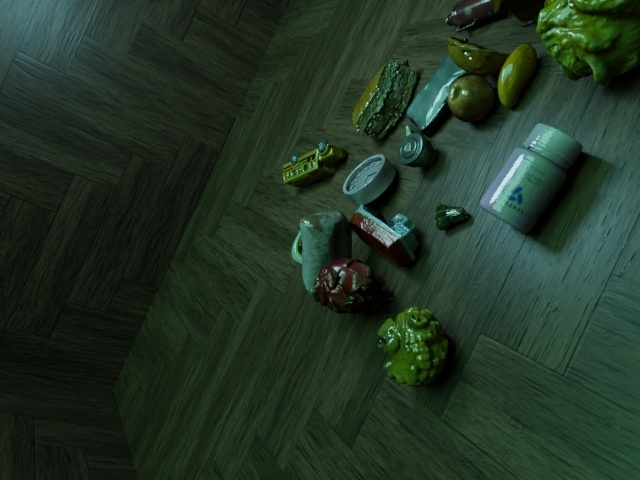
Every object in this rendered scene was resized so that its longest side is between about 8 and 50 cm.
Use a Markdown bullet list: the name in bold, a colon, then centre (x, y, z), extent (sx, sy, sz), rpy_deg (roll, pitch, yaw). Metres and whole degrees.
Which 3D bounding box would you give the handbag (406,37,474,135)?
- **handbag**: centre (0.425, -0.529, 1.830), extent (0.332, 0.075, 0.192), rpy_deg (-54, 30, 23)

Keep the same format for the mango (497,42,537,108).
- **mango**: centre (0.573, -0.486, 1.556), extent (0.190, 0.098, 0.075), rpy_deg (-67, 23, 8)

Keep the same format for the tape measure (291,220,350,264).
- **tape measure**: centre (0.000, 0.000, 2.070), extent (0.207, 0.115, 0.235), rpy_deg (24, 87, 52)

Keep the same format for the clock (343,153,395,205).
- **clock**: centre (0.176, -0.221, 1.933), extent (0.197, 0.068, 0.197), rpy_deg (-37, 25, 21)

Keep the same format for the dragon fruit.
- **dragon fruit**: centre (0.102, 0.151, 1.704), extent (0.192, 0.274, 0.193), rpy_deg (93, 178, -49)

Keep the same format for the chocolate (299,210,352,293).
- **chocolate**: centre (0.032, 0.055, 1.812), extent (0.100, 0.185, 0.303), rpy_deg (-143, 46, -59)

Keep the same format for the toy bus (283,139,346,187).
- **toy bus**: centre (-0.031, -0.327, 2.315), extent (0.335, 0.121, 0.123), rpy_deg (-14, 67, 52)

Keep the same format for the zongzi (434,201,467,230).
- **zongzi**: centre (0.398, -0.095, 1.612), extent (0.104, 0.052, 0.113), rpy_deg (-24, 38, 37)

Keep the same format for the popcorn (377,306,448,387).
- **popcorn**: centre (0.250, 0.293, 1.454), extent (0.189, 0.169, 0.218), rpy_deg (-27, 43, 43)

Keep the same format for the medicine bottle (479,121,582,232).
- **medicine bottle**: centre (0.534, -0.157, 1.350), extent (0.254, 0.152, 0.152), rpy_deg (-58, 33, 12)

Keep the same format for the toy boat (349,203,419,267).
- **toy boat**: centre (0.209, -0.043, 1.772), extent (0.133, 0.145, 0.332), rpy_deg (-42, 34, -6)

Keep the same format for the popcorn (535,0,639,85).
- **popcorn**: centre (0.664, -0.533, 1.248), extent (0.290, 0.321, 0.326), rpy_deg (-61, 14, 8)

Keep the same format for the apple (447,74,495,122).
- **apple**: centre (0.466, -0.442, 1.650), extent (0.146, 0.131, 0.146), rpy_deg (-32, 48, 45)

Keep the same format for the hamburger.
- **hamburger**: centre (0.236, -0.532, 2.034), extent (0.245, 0.155, 0.282), rpy_deg (-24, 46, 56)

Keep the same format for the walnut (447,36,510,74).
- **walnut**: centre (0.480, -0.562, 1.644), extent (0.211, 0.167, 0.087), rpy_deg (36, 125, 35)

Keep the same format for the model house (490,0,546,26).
- **model house**: centre (0.604, -0.775, 1.582), extent (0.219, 0.229, 0.199), rpy_deg (-18, 61, 49)

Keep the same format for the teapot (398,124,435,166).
- **teapot**: centre (0.325, -0.303, 1.791), extent (0.111, 0.108, 0.149), rpy_deg (-56, 38, 20)

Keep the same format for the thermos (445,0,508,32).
- **thermos**: centre (0.522, -0.782, 1.819), extent (0.232, 0.099, 0.124), rpy_deg (1, 72, 54)
